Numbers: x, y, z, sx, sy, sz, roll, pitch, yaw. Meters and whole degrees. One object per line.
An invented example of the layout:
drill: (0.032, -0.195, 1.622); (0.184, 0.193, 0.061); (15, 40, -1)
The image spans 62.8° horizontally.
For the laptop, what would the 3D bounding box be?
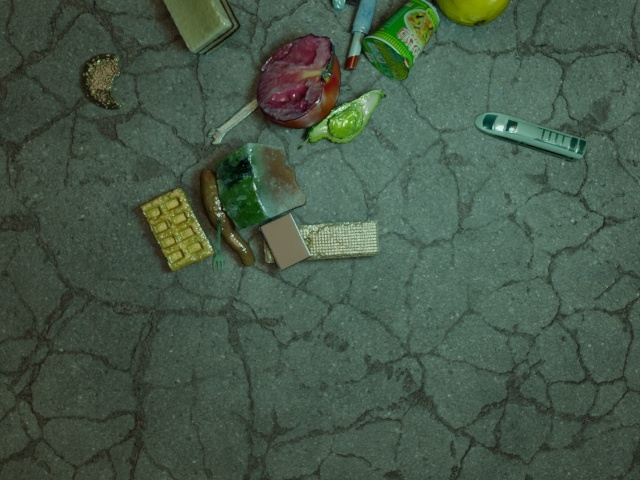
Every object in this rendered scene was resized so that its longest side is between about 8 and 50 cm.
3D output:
laptop: (-0.127, 0.004, 1.869); (0.129, 0.016, 0.180); (-25, 93, -1)

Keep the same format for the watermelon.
watermelon: (-0.196, -0.202, 1.814); (0.302, 0.151, 0.264); (-19, 93, -24)

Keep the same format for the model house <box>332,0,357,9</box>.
model house: (0.011, -0.946, 1.805); (0.281, 0.230, 0.248); (13, 118, -3)

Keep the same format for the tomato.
tomato: (-0.059, -0.540, 1.832); (0.290, 0.176, 0.334); (8, 82, 29)

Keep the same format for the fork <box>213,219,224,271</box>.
fork: (-0.363, 0.017, 1.883); (0.039, 0.021, 0.235); (3, 126, -10)

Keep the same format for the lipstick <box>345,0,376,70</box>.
lipstick: (0.141, -0.743, 1.885); (0.068, 0.061, 0.273); (14, 93, -7)

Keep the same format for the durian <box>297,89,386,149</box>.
durian: (0.082, -0.421, 1.885); (0.375, 0.132, 0.106); (-31, 68, 1)

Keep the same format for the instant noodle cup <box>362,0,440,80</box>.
instant noodle cup: (0.298, -0.717, 1.841); (0.207, 0.207, 0.232); (41, 83, -6)

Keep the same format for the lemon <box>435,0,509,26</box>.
lemon: (0.522, -0.890, 1.793); (0.297, 0.297, 0.296); (0, 94, -4)

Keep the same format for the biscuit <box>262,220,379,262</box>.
biscuit: (0.000, 0.000, 1.922); (0.426, 0.078, 0.143); (-5, 93, -4)

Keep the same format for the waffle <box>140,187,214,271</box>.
waffle: (-0.514, -0.038, 1.895); (0.168, 0.057, 0.274); (-26, 96, -2)

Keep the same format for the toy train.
toy train: (0.775, -0.391, 1.942); (0.407, 0.088, 0.086); (16, 93, -4)

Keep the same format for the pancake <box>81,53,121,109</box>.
pancake: (-0.755, -0.568, 1.859); (0.184, 0.020, 0.190); (36, 92, -5)

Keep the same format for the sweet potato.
sweet potato: (-0.347, -0.078, 1.881); (0.109, 0.109, 0.385); (-22, 98, -2)

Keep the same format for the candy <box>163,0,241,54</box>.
candy: (-0.423, -0.818, 1.779); (0.180, 0.135, 0.320); (-23, 96, 25)

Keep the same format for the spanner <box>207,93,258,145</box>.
spanner: (-0.287, -0.458, 1.900); (0.302, 0.017, 0.071); (-40, 95, -1)
